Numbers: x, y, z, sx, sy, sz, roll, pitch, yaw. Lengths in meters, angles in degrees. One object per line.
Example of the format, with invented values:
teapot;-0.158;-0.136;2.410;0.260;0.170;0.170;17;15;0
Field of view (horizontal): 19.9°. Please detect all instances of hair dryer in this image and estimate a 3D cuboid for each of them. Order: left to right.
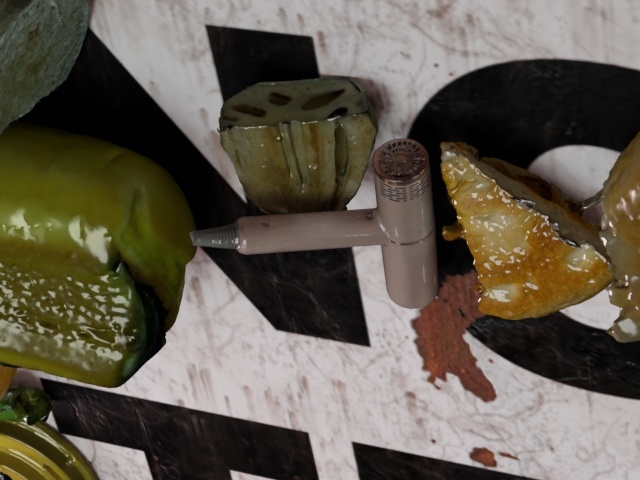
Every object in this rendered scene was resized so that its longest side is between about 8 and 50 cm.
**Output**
hair dryer;-0.002;0.008;1.666;0.220;0.053;0.195;-14;142;-3

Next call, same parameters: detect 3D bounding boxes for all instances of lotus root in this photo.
lotus root;-0.017;-0.084;1.665;0.143;0.070;0.144;0;135;3

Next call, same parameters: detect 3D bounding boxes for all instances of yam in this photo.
yam;-0.365;-0.232;1.635;0.271;0.202;0.201;32;138;5

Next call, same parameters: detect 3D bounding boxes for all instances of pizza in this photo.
pizza;0.172;-0.019;1.624;0.154;0.069;0.194;-26;108;44

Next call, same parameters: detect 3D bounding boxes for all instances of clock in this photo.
clock;-0.383;0.299;2.262;0.237;0.057;0.237;15;136;15

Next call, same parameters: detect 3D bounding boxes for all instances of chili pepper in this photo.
chili pepper;-0.489;0.185;2.200;0.359;0.085;0.076;5;92;27

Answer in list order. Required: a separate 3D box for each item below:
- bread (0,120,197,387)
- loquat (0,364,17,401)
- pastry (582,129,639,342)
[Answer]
bread;-0.301;-0.006;1.800;0.377;0.208;0.251;13;129;19
loquat;-0.444;0.129;2.027;0.213;0.213;0.213;16;137;16
pastry;0.383;-0.005;1.459;0.330;0.136;0.329;15;135;16
